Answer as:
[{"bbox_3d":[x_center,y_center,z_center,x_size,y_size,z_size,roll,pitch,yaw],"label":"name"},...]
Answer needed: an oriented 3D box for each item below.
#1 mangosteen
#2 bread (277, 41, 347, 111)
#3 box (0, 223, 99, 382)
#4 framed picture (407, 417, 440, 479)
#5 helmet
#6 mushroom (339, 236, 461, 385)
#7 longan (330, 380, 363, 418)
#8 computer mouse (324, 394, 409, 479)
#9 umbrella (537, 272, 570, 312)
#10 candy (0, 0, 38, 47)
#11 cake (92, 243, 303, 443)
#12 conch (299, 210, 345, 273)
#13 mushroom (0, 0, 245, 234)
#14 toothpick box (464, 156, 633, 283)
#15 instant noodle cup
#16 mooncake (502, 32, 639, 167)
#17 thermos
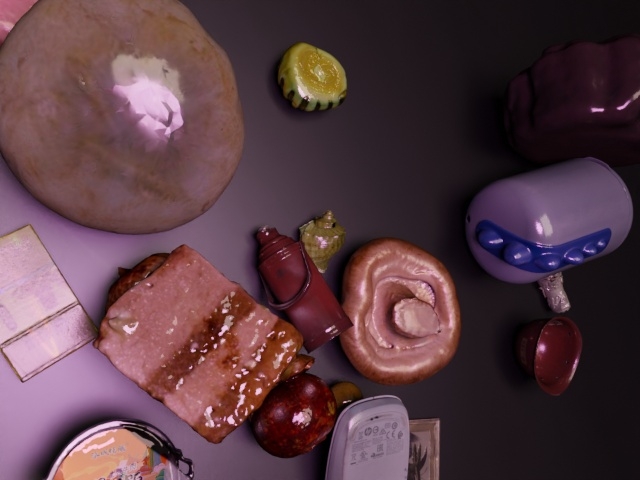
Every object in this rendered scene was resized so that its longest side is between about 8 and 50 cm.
[{"bbox_3d":[-0.057,0.272,0.949,0.156,0.181,0.146,-36,146,-14],"label":"mangosteen"},{"bbox_3d":[-0.017,-0.306,1.065,0.139,0.071,0.130,-4,83,-29],"label":"bread"},{"bbox_3d":[-0.424,0.089,0.807,0.121,0.030,0.193,-34,100,-28],"label":"box"},{"bbox_3d":[0.170,0.474,1.110,0.173,0.010,0.231,6,81,-29],"label":"framed picture"},{"bbox_3d":[0.503,0.254,1.274,0.155,0.106,0.175,-9,94,-28],"label":"helmet"},{"bbox_3d":[0.144,0.135,1.063,0.278,0.146,0.278,2,83,-19],"label":"mushroom"},{"bbox_3d":[0.040,0.300,1.031,0.075,0.075,0.083,27,113,-24],"label":"longan"},{"bbox_3d":[0.074,0.412,1.002,0.159,0.097,0.289,-1,96,-29],"label":"computer mouse"},{"bbox_3d":[0.557,0.107,1.350,0.062,0.067,0.144,-22,103,-1],"label":"umbrella"},{"bbox_3d":[-0.439,-0.386,0.819,0.255,0.094,0.255,4,83,-29],"label":"candy"},{"bbox_3d":[-0.188,0.125,0.809,0.293,0.199,0.196,42,78,2],"label":"cake"},{"bbox_3d":[0.000,0.000,1.050,0.089,0.074,0.121,12,100,-14],"label":"conch"},{"bbox_3d":[-0.277,-0.177,0.793,0.352,0.260,0.352,-8,113,-20],"label":"mushroom"},{"bbox_3d":[0.481,-0.032,1.212,0.354,0.263,0.263,-15,91,-29],"label":"toothpick box"},{"bbox_3d":[-0.298,0.333,0.792,0.208,0.125,0.178,16,77,-28],"label":"instant noodle cup"},{"bbox_3d":[0.595,-0.292,1.246,0.381,0.350,0.212,20,65,-55],"label":"mooncake"},{"bbox_3d":[-0.040,0.073,0.979,0.232,0.099,0.124,58,20,11],"label":"thermos"}]
